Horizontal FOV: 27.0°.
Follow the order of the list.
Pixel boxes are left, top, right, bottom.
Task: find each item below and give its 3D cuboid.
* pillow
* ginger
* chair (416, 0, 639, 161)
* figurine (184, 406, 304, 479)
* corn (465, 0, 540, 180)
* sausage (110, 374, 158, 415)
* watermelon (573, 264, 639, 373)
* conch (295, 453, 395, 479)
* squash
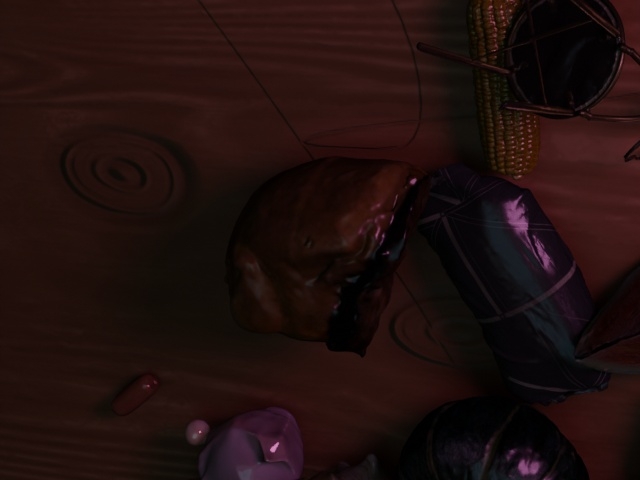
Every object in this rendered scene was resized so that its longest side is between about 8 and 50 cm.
[{"bbox_3d":[0.233,0.052,1.624,0.161,0.092,0.335,-25,100,30],"label":"pillow"},{"bbox_3d":[0.001,-0.003,1.617,0.223,0.200,0.269,21,127,9],"label":"ginger"},{"bbox_3d":[0.270,-0.196,1.435,0.170,0.325,0.160,40,111,33],"label":"chair"},{"bbox_3d":[-0.122,0.337,1.839,0.200,0.133,0.276,38,119,-2],"label":"figurine"},{"bbox_3d":[0.215,-0.186,1.543,0.080,0.080,0.238,-2,113,20],"label":"corn"},{"bbox_3d":[-0.264,0.220,1.897,0.083,0.034,0.034,-40,94,27],"label":"sausage"},{"bbox_3d":[0.382,0.072,1.532,0.207,0.136,0.202,-20,151,-8],"label":"watermelon"},{"bbox_3d":[0.054,0.339,1.778,0.233,0.114,0.137,-4,155,-9],"label":"conch"},{"bbox_3d":[0.217,0.314,1.680,0.252,0.165,0.252,14,125,21],"label":"squash"}]
